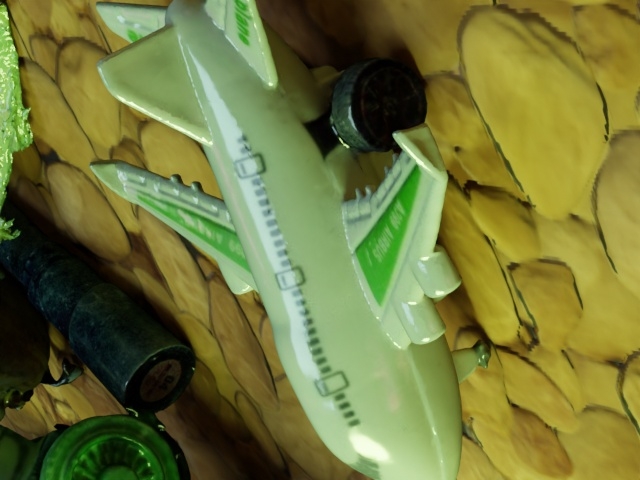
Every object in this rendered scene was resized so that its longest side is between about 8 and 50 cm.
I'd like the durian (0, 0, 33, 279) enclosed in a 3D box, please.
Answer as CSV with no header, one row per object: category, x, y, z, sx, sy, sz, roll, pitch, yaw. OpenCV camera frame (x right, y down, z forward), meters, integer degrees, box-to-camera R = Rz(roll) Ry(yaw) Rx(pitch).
durian,-0.228,-0.061,1.011,0.100,0.086,0.215,25,128,19

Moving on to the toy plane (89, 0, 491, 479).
toy plane,0.003,-0.003,0.695,0.251,0.101,0.255,-2,123,58

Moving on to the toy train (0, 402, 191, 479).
toy train,-0.115,0.223,0.991,0.266,0.202,0.145,31,156,-17

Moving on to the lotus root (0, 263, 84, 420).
lotus root,-0.276,0.044,1.130,0.123,0.124,0.241,36,167,43

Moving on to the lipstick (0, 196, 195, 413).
lipstick,-0.169,0.021,1.062,0.234,0.053,0.053,42,150,34
